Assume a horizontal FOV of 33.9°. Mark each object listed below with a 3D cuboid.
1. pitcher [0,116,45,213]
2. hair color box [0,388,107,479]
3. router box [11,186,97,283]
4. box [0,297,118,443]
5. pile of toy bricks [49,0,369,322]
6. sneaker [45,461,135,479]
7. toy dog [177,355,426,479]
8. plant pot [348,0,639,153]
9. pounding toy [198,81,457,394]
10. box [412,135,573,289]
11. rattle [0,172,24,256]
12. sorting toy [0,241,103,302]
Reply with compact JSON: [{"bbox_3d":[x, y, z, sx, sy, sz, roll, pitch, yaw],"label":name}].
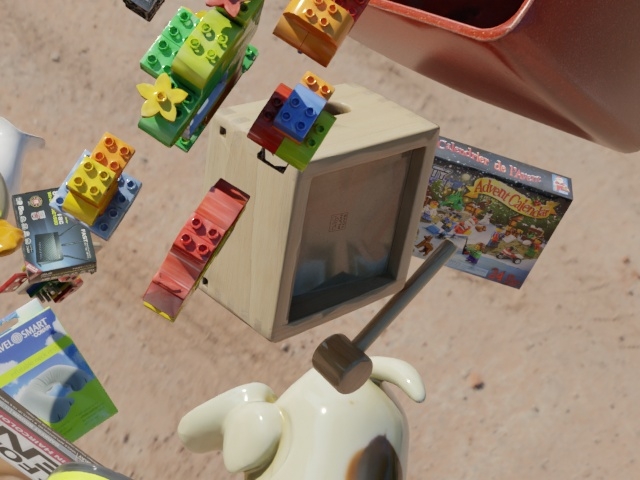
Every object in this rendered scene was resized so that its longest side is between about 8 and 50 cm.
[{"bbox_3d":[-0.619,-0.135,1.904,0.178,0.125,0.207,37,62,-32],"label":"pitcher"},{"bbox_3d":[-0.269,0.265,0.864,0.185,0.113,0.374,39,4,-10],"label":"hair color box"},{"bbox_3d":[-0.358,-0.009,1.410,0.092,0.038,0.122,-11,70,-18],"label":"router box"},{"bbox_3d":[-0.343,0.168,1.289,0.109,0.042,0.178,-34,89,-26],"label":"box"},{"bbox_3d":[-0.045,-0.080,0.456,0.118,0.105,0.212,31,78,-3],"label":"pile of toy bricks"},{"bbox_3d":[-0.168,0.263,0.574,0.111,0.300,0.121,22,28,15],"label":"sneaker"},{"bbox_3d":[0.029,0.391,1.392,0.284,0.395,0.408,39,27,-42],"label":"toy dog"},{"bbox_3d":[0.159,-0.211,0.744,0.267,0.267,0.236,31,-4,47],"label":"plant pot"},{"bbox_3d":[0.006,0.003,0.721,0.181,0.206,0.094,-19,40,-41],"label":"pounding toy"},{"bbox_3d":[0.167,-0.040,1.279,0.233,0.159,0.044,17,42,-5],"label":"box"},{"bbox_3d":[-0.385,-0.080,1.104,0.130,0.143,0.199,-2,90,-20],"label":"rattle"},{"bbox_3d":[-0.455,0.061,1.852,0.046,0.132,0.274,51,9,8],"label":"sorting toy"}]
